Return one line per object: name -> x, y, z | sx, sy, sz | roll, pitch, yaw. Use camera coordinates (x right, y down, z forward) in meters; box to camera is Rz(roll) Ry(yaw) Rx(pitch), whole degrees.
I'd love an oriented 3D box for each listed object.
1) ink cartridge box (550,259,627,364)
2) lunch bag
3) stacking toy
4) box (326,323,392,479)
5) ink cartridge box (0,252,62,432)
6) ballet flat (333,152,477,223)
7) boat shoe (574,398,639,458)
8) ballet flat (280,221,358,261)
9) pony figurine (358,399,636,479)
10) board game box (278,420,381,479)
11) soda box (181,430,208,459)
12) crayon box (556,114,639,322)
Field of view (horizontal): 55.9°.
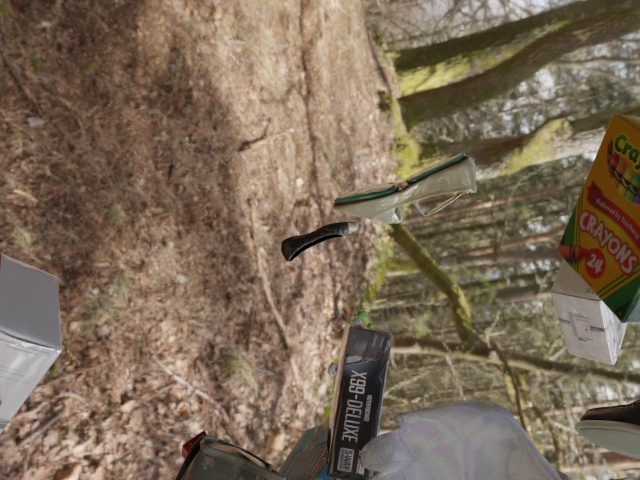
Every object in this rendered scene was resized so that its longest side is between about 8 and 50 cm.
ink cartridge box -> 0.661, 0.131, 1.448 | 0.207, 0.117, 0.283 | -57, 136, -25
lunch bag -> -0.183, 0.469, 1.023 | 0.287, 0.169, 0.235 | 124, -11, -72
stacking toy -> 0.086, 0.300, 1.595 | 0.167, 0.052, 0.221 | -119, -126, -81
box -> 0.065, 0.278, 1.107 | 0.307, 0.077, 0.242 | 83, 16, -82
ink cartridge box -> -0.409, 0.148, 0.724 | 0.092, 0.218, 0.158 | 33, 13, -37
ballet flat -> 0.146, -0.071, 1.022 | 0.086, 0.249, 0.086 | -18, 90, -75
boat shoe -> 0.551, 0.286, 0.936 | 0.114, 0.303, 0.091 | 44, 58, -28
ballet flat -> 0.000, 0.000, 1.283 | 0.057, 0.173, 0.049 | 65, 6, -72
pony figurine -> 0.208, 0.277, 0.514 | 0.302, 0.351, 0.363 | 52, -42, 32
board game box -> -0.014, 0.565, 1.469 | 0.079, 0.336, 0.253 | 40, 56, -4
soda box -> -0.316, 0.716, 1.832 | 0.263, 0.083, 0.092 | 46, -35, 20
crayon box -> 0.502, -0.056, 0.938 | 0.202, 0.081, 0.318 | -110, -155, -55
